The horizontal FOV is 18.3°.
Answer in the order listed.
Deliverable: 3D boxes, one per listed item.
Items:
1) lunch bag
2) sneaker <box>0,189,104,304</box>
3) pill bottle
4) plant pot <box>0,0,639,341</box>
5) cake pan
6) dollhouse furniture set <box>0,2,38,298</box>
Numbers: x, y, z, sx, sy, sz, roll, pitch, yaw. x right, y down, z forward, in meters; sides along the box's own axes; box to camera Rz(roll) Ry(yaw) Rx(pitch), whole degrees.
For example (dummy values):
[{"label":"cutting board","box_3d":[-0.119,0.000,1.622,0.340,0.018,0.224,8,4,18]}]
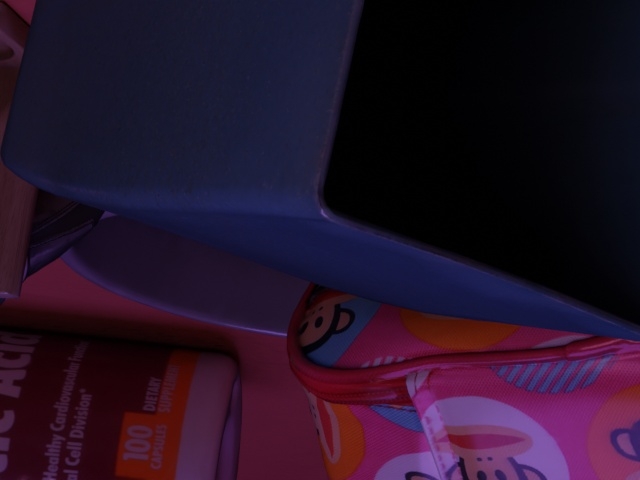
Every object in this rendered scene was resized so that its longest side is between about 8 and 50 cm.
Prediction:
[{"label":"lunch bag","box_3d":[0.154,0.013,0.808,0.293,0.258,0.120,-5,120,24]},{"label":"sneaker","box_3d":[-0.193,-0.027,1.041,0.106,0.078,0.234,-29,-151,-33]},{"label":"pill bottle","box_3d":[-0.268,0.176,1.541,0.392,0.224,0.224,6,164,3]},{"label":"plant pot","box_3d":[0.000,-0.066,0.698,0.165,0.165,0.234,20,168,-39]},{"label":"cake pan","box_3d":[0.000,0.000,1.108,0.293,0.054,0.293,6,165,2]},{"label":"dollhouse furniture set","box_3d":[-0.219,-0.056,0.876,0.144,0.123,0.151,2,163,18]}]
